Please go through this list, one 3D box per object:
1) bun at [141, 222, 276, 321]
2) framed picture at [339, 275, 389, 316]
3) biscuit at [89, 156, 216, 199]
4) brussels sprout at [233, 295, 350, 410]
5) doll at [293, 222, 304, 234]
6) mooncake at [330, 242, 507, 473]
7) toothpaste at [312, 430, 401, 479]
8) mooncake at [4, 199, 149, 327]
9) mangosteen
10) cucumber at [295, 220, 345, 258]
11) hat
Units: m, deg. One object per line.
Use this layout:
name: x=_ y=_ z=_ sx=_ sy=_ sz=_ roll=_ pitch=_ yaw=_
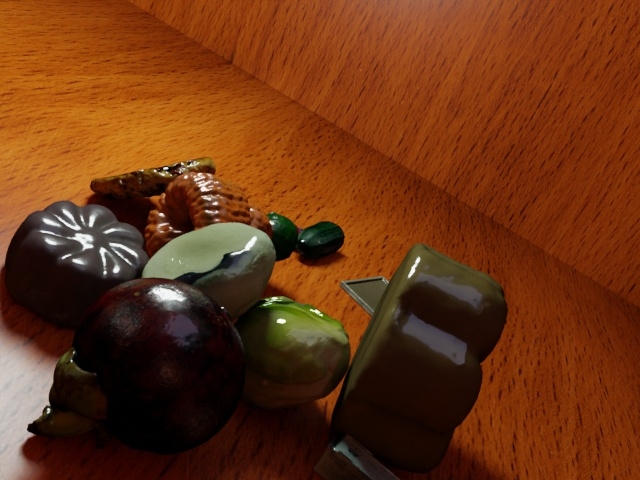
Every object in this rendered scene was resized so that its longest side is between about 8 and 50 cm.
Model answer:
bun: x=-0.221 y=0.092 z=1.483 sx=0.283 sy=0.283 sz=0.179 roll=-90 pitch=162 yaw=-62
framed picture: x=0.232 y=0.221 z=2.205 sx=0.324 sy=0.020 sz=0.240 roll=43 pitch=25 yaw=27
biscuit: x=-0.435 y=-0.154 z=1.900 sx=0.334 sy=0.081 sz=0.289 roll=-7 pitch=6 yaw=31
brussels sprout: x=-0.082 y=0.241 z=1.529 sx=0.294 sy=0.227 sz=0.259 roll=13 pitch=21 yaw=27
doll: x=-0.089 y=-0.024 z=2.280 sx=0.195 sy=0.062 sz=0.104 roll=19 pitch=44 yaw=-45
mooncake: x=0.214 y=0.247 z=1.545 sx=0.262 sy=0.467 sz=0.467 roll=26 pitch=22 yaw=7
toothpaste: x=0.130 y=0.505 z=1.392 sx=0.313 sy=0.089 sz=0.071 roll=37 pitch=30 yaw=15
mooncake: x=-0.501 y=0.043 z=1.510 sx=0.306 sy=0.154 sz=0.306 roll=27 pitch=24 yaw=-13
mangosteen: x=-0.296 y=0.233 z=1.213 sx=0.306 sy=0.306 sz=0.359 roll=37 pitch=55 yaw=15
cucumber: x=0.000 y=0.000 z=2.280 sx=0.115 sy=0.063 sz=0.244 roll=62 pitch=29 yaw=-1
hat: x=-0.237 y=0.010 z=1.814 sx=0.285 sy=0.285 sz=0.400 roll=47 pitch=11 yaw=35
